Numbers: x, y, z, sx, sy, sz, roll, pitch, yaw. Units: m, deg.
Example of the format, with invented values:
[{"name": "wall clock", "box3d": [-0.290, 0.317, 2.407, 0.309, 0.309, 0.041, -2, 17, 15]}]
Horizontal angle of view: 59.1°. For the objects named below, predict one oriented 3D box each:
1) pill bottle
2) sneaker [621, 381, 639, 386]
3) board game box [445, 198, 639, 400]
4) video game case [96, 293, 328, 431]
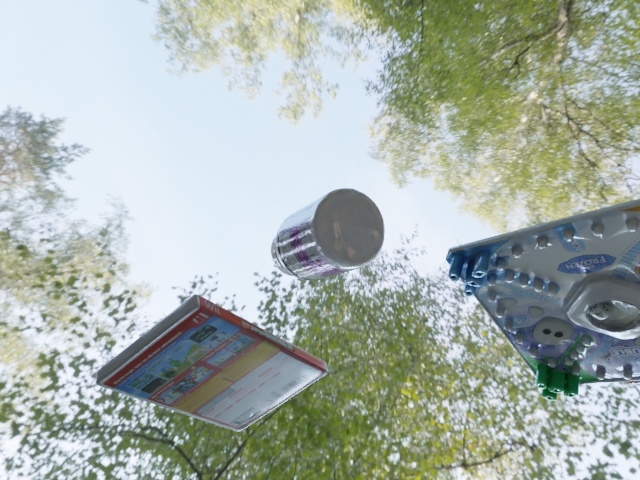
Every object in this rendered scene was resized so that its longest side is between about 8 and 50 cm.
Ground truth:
[{"name": "pill bottle", "box3d": [0.000, 0.000, 1.256, 0.169, 0.301, 0.169, 5, -103, -25]}, {"name": "sneaker", "box3d": [0.734, 0.285, 1.271, 0.065, 0.158, 0.061, 13, -121, 11]}, {"name": "board game box", "box3d": [0.448, 0.115, 0.861, 0.390, 0.050, 0.390, -18, -55, 40]}, {"name": "video game case", "box3d": [-0.150, 0.197, 0.844, 0.204, 0.025, 0.285, -37, -46, 17]}]
